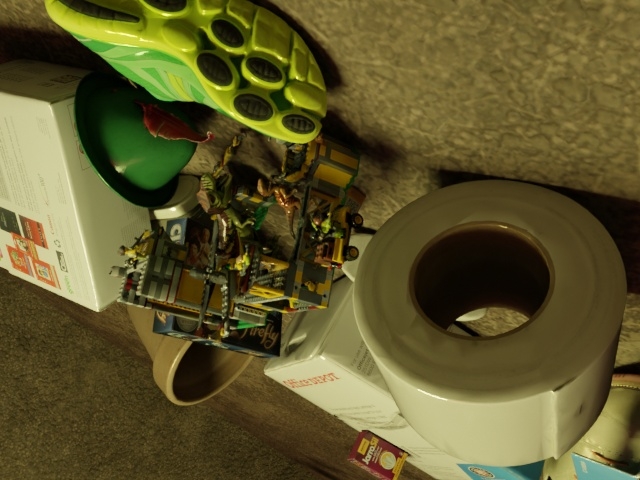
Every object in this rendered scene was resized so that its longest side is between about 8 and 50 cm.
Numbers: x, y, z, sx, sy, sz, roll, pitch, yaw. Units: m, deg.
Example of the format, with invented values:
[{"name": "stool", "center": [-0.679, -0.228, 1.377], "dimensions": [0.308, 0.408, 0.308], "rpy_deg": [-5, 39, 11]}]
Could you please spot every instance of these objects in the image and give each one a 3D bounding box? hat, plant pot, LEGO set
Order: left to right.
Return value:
[{"name": "hat", "center": [-0.160, -0.142, 0.714], "dimensions": [0.183, 0.208, 0.173], "rpy_deg": [-22, 156, 23]}, {"name": "plant pot", "center": [-0.275, 0.166, 1.255], "dimensions": [0.229, 0.263, 0.263], "rpy_deg": [37, 159, 26]}, {"name": "LEGO set", "center": [-0.120, -0.018, 0.714], "dimensions": [0.192, 0.255, 0.331], "rpy_deg": [19, 169, -29]}]

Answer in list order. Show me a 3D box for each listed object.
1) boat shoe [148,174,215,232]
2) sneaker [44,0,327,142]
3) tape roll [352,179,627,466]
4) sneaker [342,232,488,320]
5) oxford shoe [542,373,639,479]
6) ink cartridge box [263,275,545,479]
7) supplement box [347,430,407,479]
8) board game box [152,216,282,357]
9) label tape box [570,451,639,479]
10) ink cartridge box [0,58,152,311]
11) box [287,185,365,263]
[{"name": "boat shoe", "center": [-0.293, -0.044, 1.014], "dimensions": [0.305, 0.109, 0.091], "rpy_deg": [2, 138, 37]}, {"name": "sneaker", "center": [-0.123, -0.191, 0.617], "dimensions": [0.295, 0.109, 0.123], "rpy_deg": [28, 175, 2]}, {"name": "tape roll", "center": [0.169, 0.082, 0.619], "dimensions": [0.246, 0.246, 0.169], "rpy_deg": [14, 149, 29]}, {"name": "sneaker", "center": [0.119, 0.062, 0.835], "dimensions": [0.212, 0.080, 0.094], "rpy_deg": [25, 165, 7]}, {"name": "oxford shoe", "center": [0.421, 0.311, 0.879], "dimensions": [0.140, 0.146, 0.397], "rpy_deg": [23, 152, 19]}, {"name": "ink cartridge box", "center": [0.138, 0.238, 1.013], "dimensions": [0.395, 0.166, 0.285], "rpy_deg": [33, 154, -10]}, {"name": "supplement box", "center": [0.097, 0.369, 1.040], "dimensions": [0.083, 0.055, 0.043], "rpy_deg": [30, 155, -2]}, {"name": "board game box", "center": [-0.144, 0.081, 0.935], "dimensions": [0.042, 0.165, 0.243], "rpy_deg": [-10, 158, 31]}, {"name": "label tape box", "center": [0.495, 0.298, 0.709], "dimensions": [0.347, 0.115, 0.249], "rpy_deg": [9, 148, 34]}, {"name": "ink cartridge box", "center": [-0.397, -0.090, 0.883], "dimensions": [0.272, 0.130, 0.309], "rpy_deg": [17, 125, 25]}, {"name": "box", "center": [0.000, 0.000, 0.764], "dimensions": [0.028, 0.136, 0.081], "rpy_deg": [39, 152, -18]}]
